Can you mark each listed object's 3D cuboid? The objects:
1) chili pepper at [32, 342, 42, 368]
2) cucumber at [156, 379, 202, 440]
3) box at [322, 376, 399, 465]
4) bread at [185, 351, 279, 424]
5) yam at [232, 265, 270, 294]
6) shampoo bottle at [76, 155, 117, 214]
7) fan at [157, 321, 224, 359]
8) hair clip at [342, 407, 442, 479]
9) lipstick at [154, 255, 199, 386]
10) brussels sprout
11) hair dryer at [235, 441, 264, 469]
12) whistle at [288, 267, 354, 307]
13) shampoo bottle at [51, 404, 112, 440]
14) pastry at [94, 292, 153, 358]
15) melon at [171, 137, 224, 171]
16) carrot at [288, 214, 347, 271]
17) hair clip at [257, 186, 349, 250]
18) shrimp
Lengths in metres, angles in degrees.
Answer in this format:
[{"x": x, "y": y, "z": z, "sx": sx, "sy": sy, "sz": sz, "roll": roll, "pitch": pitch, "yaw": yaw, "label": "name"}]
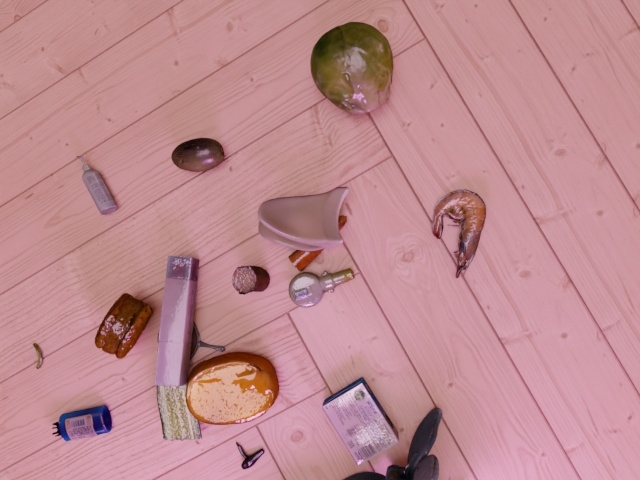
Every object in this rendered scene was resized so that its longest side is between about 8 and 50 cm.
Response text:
[{"x": -0.901, "y": 0.368, "z": 1.544, "sx": 0.030, "sy": 0.017, "sz": 0.083, "roll": -5, "pitch": 89, "yaw": 9, "label": "chili pepper"}, {"x": -0.425, "y": 0.475, "z": 1.458, "sx": 0.115, "sy": 0.063, "sz": 0.244, "roll": -11, "pitch": 86, "yaw": 0, "label": "cucumber"}, {"x": 0.114, "y": 0.513, "z": 1.383, "sx": 0.139, "sy": 0.073, "sz": 0.194, "roll": -33, "pitch": 85, "yaw": 6, "label": "box"}, {"x": -0.254, "y": 0.425, "z": 1.393, "sx": 0.270, "sy": 0.142, "sz": 0.195, "roll": -6, "pitch": 88, "yaw": -4, "label": "bread"}, {"x": -0.199, "y": 0.112, "z": 1.404, "sx": 0.084, "sy": 0.127, "sz": 0.084, "roll": -1, "pitch": 87, "yaw": 12, "label": "yam"}, {"x": -0.699, "y": -0.176, "z": 1.506, "sx": 0.056, "sy": 0.056, "sz": 0.195, "roll": -30, "pitch": 85, "yaw": 6, "label": "shampoo bottle"}, {"x": -0.396, "y": 0.312, "z": 1.484, "sx": 0.220, "sy": 0.009, "sz": 0.132, "roll": 9, "pitch": 93, "yaw": 8, "label": "fan"}, {"x": 0.249, "y": 0.684, "z": 1.249, "sx": 0.392, "sy": 0.318, "sz": 0.238, "roll": -40, "pitch": 87, "yaw": 4, "label": "hair clip"}, {"x": -0.420, "y": 0.233, "z": 1.426, "sx": 0.080, "sy": 0.076, "sz": 0.371, "roll": 2, "pitch": 81, "yaw": 3, "label": "lipstick"}, {"x": 0.089, "y": -0.472, "z": 1.337, "sx": 0.244, "sy": 0.244, "sz": 0.244, "roll": 0, "pitch": 89, "yaw": 7, "label": "brussels sprout"}, {"x": -0.219, "y": 0.631, "z": 1.452, "sx": 0.079, "sy": 0.031, "sz": 0.083, "roll": -40, "pitch": 77, "yaw": -5, "label": "hair dryer"}, {"x": 0.003, "y": 0.130, "z": 1.409, "sx": 0.198, "sy": 0.057, "sz": 0.104, "roll": -18, "pitch": 98, "yaw": 5, "label": "whistle"}, {"x": -0.743, "y": 0.570, "z": 1.505, "sx": 0.183, "sy": 0.050, "sz": 0.087, "roll": -13, "pitch": 90, "yaw": 7, "label": "shampoo bottle"}, {"x": -0.575, "y": 0.248, "z": 1.419, "sx": 0.103, "sy": 0.189, "sz": 0.188, "roll": 28, "pitch": 93, "yaw": -6, "label": "pastry"}, {"x": -0.365, "y": -0.253, "z": 1.442, "sx": 0.162, "sy": 0.099, "sz": 0.099, "roll": -7, "pitch": 89, "yaw": 12, "label": "melon"}, {"x": 0.000, "y": 0.000, "z": 1.414, "sx": 0.210, "sy": 0.061, "sz": 0.061, "roll": -43, "pitch": 85, "yaw": 2, "label": "carrot"}, {"x": -0.058, "y": -0.056, "z": 1.381, "sx": 0.282, "sy": 0.113, "sz": 0.172, "roll": 2, "pitch": 68, "yaw": 12, "label": "hair clip"}, {"x": 0.385, "y": -0.021, "z": 1.372, "sx": 0.143, "sy": 0.052, "sz": 0.251, "roll": 8, "pitch": 83, "yaw": 18, "label": "shrimp"}]
